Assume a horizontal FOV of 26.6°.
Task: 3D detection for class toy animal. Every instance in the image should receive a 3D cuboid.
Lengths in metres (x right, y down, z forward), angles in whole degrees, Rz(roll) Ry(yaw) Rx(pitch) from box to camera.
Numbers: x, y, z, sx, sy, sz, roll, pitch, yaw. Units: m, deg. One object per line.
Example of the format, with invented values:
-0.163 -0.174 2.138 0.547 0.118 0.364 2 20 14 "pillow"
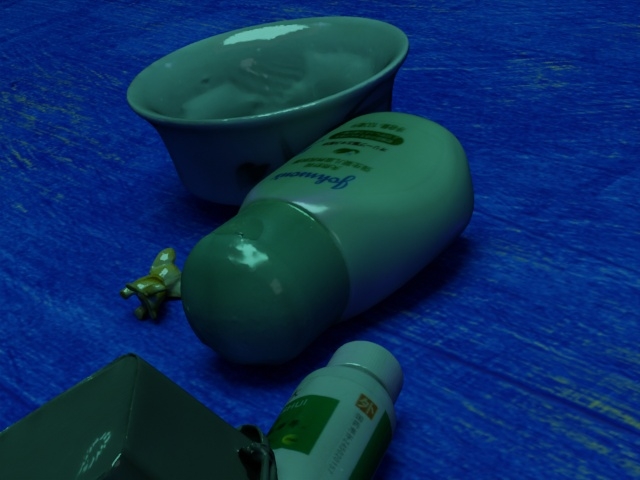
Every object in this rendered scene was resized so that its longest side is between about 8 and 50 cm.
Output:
-0.170 0.045 1.458 0.083 0.060 0.081 -36 -4 -39 "toy animal"

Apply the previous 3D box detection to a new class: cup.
-0.050 -0.143 1.666 0.347 0.163 0.347 -10 25 5 "cup"

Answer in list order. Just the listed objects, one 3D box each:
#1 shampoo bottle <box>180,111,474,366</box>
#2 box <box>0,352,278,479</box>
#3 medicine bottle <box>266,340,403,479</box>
0.000 0.000 1.371 0.222 0.151 0.349 11 35 35 "shampoo bottle"
-0.162 0.196 0.949 0.243 0.135 0.163 -32 30 22 "box"
-0.002 0.176 1.079 0.095 0.095 0.260 1 28 24 "medicine bottle"
